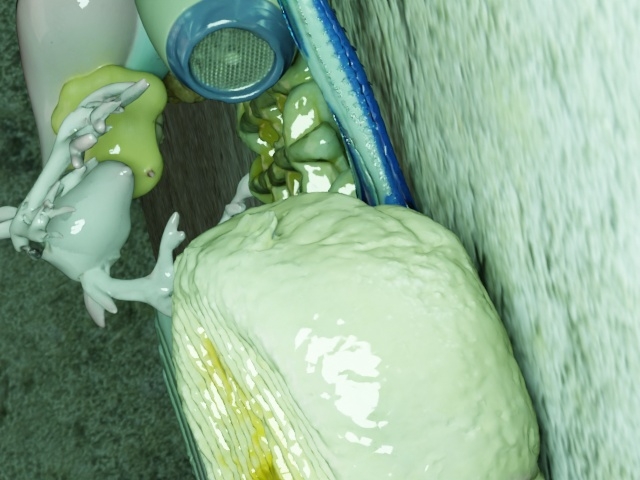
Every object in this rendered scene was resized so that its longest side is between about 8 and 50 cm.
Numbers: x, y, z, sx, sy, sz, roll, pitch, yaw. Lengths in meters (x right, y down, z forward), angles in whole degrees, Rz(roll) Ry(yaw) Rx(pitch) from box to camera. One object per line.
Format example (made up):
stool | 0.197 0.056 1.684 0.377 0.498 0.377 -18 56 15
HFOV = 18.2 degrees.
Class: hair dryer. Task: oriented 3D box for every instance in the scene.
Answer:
hair dryer | -0.061 -0.262 1.231 0.296 0.119 0.298 -115 28 -66

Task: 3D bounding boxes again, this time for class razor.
razor | 0.003 -0.123 1.067 0.093 0.056 0.324 24 132 61

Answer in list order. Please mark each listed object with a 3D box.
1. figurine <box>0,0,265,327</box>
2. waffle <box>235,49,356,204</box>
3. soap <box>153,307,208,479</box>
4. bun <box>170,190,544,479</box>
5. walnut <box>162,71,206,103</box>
figurine | -0.170 -0.078 1.601 0.284 0.206 0.316 -34 49 40
waffle | 0.000 0.000 1.326 0.309 0.056 0.292 86 167 -47
soap | -0.059 0.214 1.880 0.208 0.115 0.347 87 165 -58
bun | 0.024 0.083 1.006 0.244 0.153 0.244 40 142 42
walnut | -0.126 -0.169 1.795 0.079 0.082 0.096 19 127 46
